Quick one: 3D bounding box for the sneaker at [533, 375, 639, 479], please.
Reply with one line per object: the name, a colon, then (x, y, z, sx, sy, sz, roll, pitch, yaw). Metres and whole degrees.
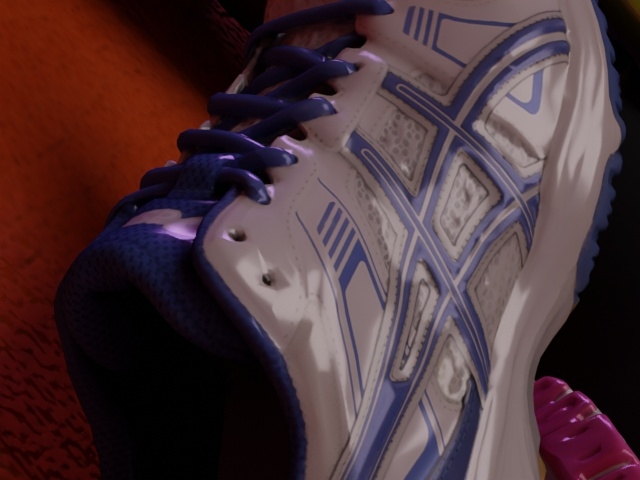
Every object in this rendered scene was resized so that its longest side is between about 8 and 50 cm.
sneaker: (0.101, 0.133, 0.561, 0.111, 0.103, 0.252, 63, -8, -25)

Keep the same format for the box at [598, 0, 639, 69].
box: (0.143, -0.103, 0.854, 0.109, 0.042, 0.178, 50, 5, 1)

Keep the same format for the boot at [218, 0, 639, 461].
boot: (0.018, -0.094, 0.729, 0.445, 0.146, 0.367, 52, 7, -23)

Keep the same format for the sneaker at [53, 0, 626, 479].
sneaker: (0.000, 0.000, 0.518, 0.131, 0.112, 0.296, 27, 55, -38)
